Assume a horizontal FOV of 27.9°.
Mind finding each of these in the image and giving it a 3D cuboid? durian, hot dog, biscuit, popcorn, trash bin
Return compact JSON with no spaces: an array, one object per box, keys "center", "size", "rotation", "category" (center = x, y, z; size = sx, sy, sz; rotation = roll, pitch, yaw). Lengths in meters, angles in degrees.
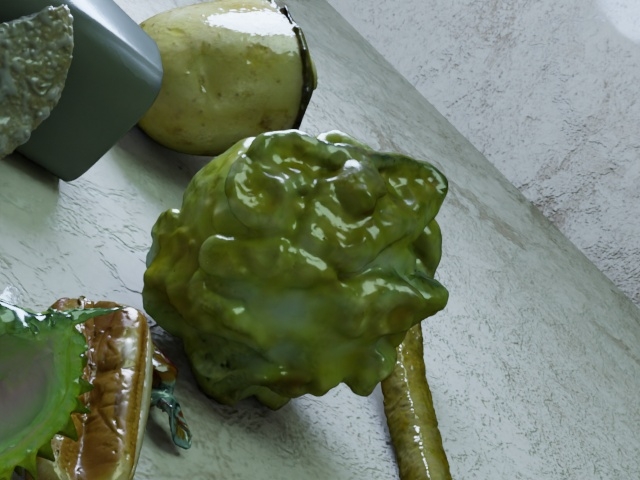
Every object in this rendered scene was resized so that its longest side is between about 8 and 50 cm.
[{"center":[-0.306,0.061,0.823],"size":[0.352,0.169,0.158],"rotation":[32,20,-30],"category":"durian"},{"center":[-0.189,0.130,1.046],"size":[0.102,0.076,0.249],"rotation":[7,35,-11],"category":"hot dog"},{"center":[-0.337,-0.133,1.227],"size":[0.250,0.133,0.032],"rotation":[-24,26,-29],"category":"biscuit"},{"center":[-0.010,0.022,1.316],"size":[0.312,0.312,0.312],"rotation":[37,19,-15],"category":"popcorn"},{"center":[-0.316,-0.213,1.375],"size":[0.250,0.219,0.220],"rotation":[38,19,-31],"category":"trash bin"}]

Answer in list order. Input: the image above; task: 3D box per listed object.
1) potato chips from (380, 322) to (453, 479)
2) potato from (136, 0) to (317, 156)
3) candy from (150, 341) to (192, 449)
[{"center":[0.112,0.205,1.471],"size":[0.057,0.080,0.407],"rotation":[22,34,-25],"category":"potato chips"},{"center":[-0.156,-0.208,1.666],"size":[0.242,0.242,0.285],"rotation":[30,-1,-31],"category":"potato"},{"center":[-0.166,0.114,1.186],"size":[0.053,0.046,0.182],"rotation":[18,27,-54],"category":"candy"}]
